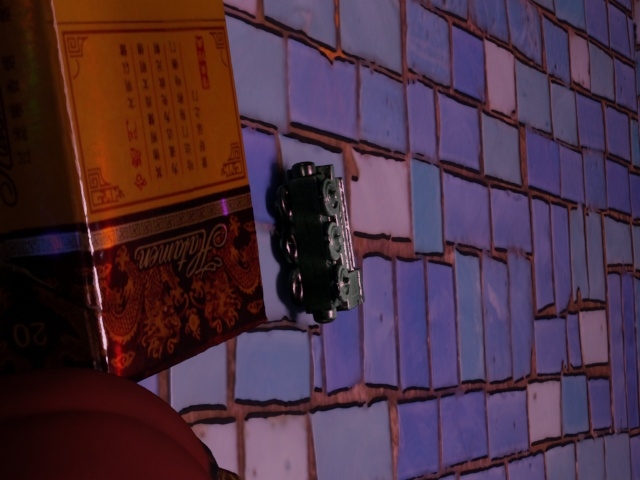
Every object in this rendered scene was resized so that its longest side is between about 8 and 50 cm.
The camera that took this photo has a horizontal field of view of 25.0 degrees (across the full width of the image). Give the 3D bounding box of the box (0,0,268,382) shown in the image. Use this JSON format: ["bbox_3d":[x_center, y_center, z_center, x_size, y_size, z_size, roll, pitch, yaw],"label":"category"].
[{"bbox_3d":[-0.170,-0.101,1.127,0.264,0.116,0.415,-22,106,-64],"label":"box"}]

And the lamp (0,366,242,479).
[{"bbox_3d":[-0.163,0.230,0.914,0.303,0.257,0.303,179,-90,-77],"label":"lamp"}]

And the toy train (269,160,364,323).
[{"bbox_3d":[0.000,0.000,1.520,0.111,0.071,0.170,-21,104,-73],"label":"toy train"}]
